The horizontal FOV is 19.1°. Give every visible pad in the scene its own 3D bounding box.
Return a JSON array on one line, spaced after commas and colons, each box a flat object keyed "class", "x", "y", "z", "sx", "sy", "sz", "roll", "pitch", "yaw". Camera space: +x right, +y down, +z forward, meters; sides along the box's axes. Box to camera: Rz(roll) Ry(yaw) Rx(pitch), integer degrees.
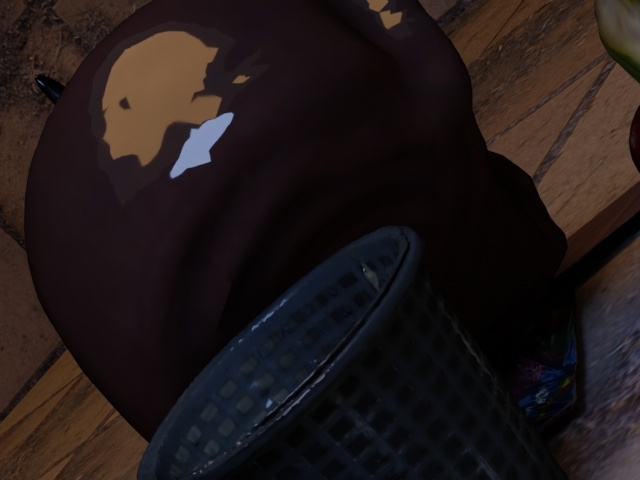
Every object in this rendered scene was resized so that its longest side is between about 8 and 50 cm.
[{"class": "pad", "x": 0.174, "y": 0.004, "z": 1.269, "sx": 0.188, "sy": 0.006, "sz": 0.113, "roll": -40, "pitch": 2, "yaw": 16}]

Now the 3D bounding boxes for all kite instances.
[{"class": "kite", "x": 0.089, "y": 0.117, "z": 1.110, "sx": 0.321, "sy": 0.016, "sz": 0.234, "roll": -48, "pitch": 10, "yaw": -25}]

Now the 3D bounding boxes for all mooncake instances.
[{"class": "mooncake", "x": 0.000, "y": 0.000, "z": 1.096, "sx": 0.333, "sy": 0.174, "sz": 0.326, "roll": -16, "pitch": -47, "yaw": -28}]

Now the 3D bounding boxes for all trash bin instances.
[{"class": "trash bin", "x": 0.031, "y": 0.106, "z": 0.899, "sx": 0.175, "sy": 0.161, "sz": 0.175, "roll": -43, "pitch": 12, "yaw": 11}]

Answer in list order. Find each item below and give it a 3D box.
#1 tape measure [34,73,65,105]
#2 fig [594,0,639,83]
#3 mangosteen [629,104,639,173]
[{"class": "tape measure", "x": -0.040, "y": -0.050, "z": 1.415, "sx": 0.098, "sy": 0.351, "sz": 0.215, "roll": -52, "pitch": 8, "yaw": -33}, {"class": "fig", "x": 0.245, "y": -0.108, "z": 0.999, "sx": 0.206, "sy": 0.206, "sz": 0.275, "roll": -37, "pitch": 40, "yaw": 45}, {"class": "mangosteen", "x": 0.224, "y": -0.061, "z": 1.120, "sx": 0.081, "sy": 0.081, "sz": 0.081, "roll": -43, "pitch": 8, "yaw": 7}]
